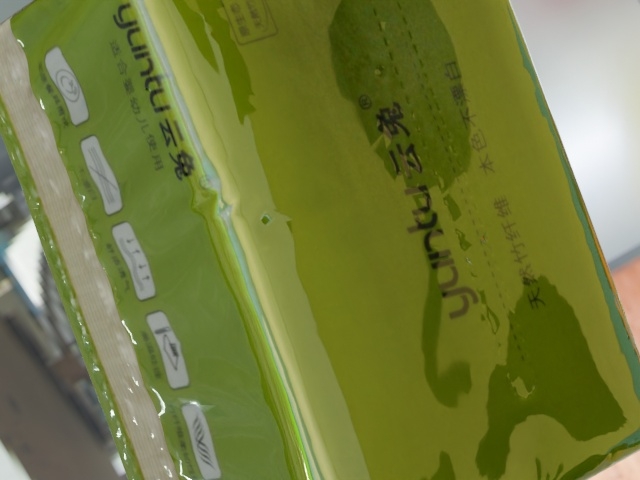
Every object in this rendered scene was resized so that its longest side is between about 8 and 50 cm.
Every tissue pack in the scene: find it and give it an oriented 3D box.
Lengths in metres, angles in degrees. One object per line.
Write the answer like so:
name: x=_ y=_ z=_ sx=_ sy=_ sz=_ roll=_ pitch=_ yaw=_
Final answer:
tissue pack: x=0.000 y=0.000 z=0.813 sx=0.200 sy=0.167 sz=0.275 roll=-21 pitch=-89 yaw=-37
